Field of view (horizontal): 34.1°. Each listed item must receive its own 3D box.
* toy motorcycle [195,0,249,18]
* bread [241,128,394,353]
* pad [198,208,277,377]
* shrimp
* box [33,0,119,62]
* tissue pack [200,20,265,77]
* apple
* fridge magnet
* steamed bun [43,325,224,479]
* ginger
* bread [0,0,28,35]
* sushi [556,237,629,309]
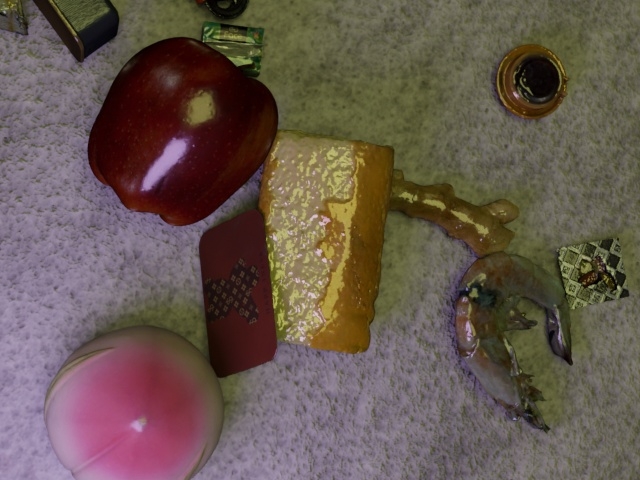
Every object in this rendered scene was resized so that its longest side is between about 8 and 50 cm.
[{"bbox_3d":[-0.194,-0.570,1.841,0.221,0.148,0.325,16,87,-32],"label":"toy motorcycle"},{"bbox_3d":[0.000,0.000,1.820,0.237,0.165,0.375,6,89,4],"label":"bread"},{"bbox_3d":[-0.144,0.091,1.783,0.004,0.181,0.267,10,66,-44],"label":"pad"},{"bbox_3d":[0.372,0.191,1.935,0.247,0.085,0.360,-24,98,-19],"label":"shrimp"},{"bbox_3d":[-0.433,-0.418,1.782,0.090,0.144,0.201,-37,93,-14],"label":"box"},{"bbox_3d":[-0.158,-0.342,1.860,0.111,0.079,0.085,6,88,-11],"label":"tissue pack"},{"bbox_3d":[-0.227,-0.187,1.739,0.288,0.288,0.317,35,102,-7],"label":"apple"},{"bbox_3d":[0.400,-0.300,1.969,0.143,0.063,0.143,0,91,-12],"label":"fridge magnet"},{"bbox_3d":[-0.300,0.284,1.704,0.309,0.309,0.309,0,88,-10],"label":"steamed bun"},{"bbox_3d":[0.221,-0.051,1.925,0.299,0.065,0.118,16,81,-9],"label":"ginger"},{"bbox_3d":[-0.563,-0.426,1.785,0.156,0.103,0.110,18,73,-15],"label":"bread"},{"bbox_3d":[0.517,0.062,1.996,0.126,0.026,0.120,-11,92,-6],"label":"sushi"}]
